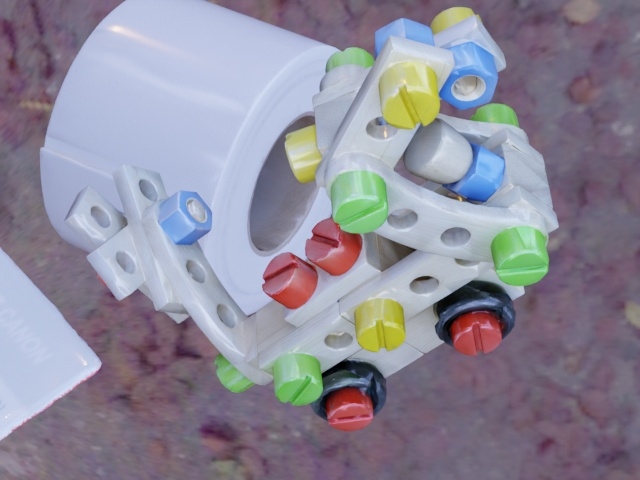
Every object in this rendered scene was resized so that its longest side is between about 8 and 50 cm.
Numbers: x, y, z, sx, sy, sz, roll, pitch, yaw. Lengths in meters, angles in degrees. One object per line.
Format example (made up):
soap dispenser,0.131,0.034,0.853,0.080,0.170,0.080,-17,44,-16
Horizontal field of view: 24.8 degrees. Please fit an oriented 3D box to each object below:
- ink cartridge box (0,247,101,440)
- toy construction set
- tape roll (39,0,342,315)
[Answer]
ink cartridge box,-0.298,0.120,0.635,0.385,0.308,0.091,-39,136,-12
toy construction set,0.000,0.000,0.851,0.215,0.328,0.151,33,51,-35
tape roll,-0.097,-0.076,1.250,0.169,0.246,0.246,23,76,21
